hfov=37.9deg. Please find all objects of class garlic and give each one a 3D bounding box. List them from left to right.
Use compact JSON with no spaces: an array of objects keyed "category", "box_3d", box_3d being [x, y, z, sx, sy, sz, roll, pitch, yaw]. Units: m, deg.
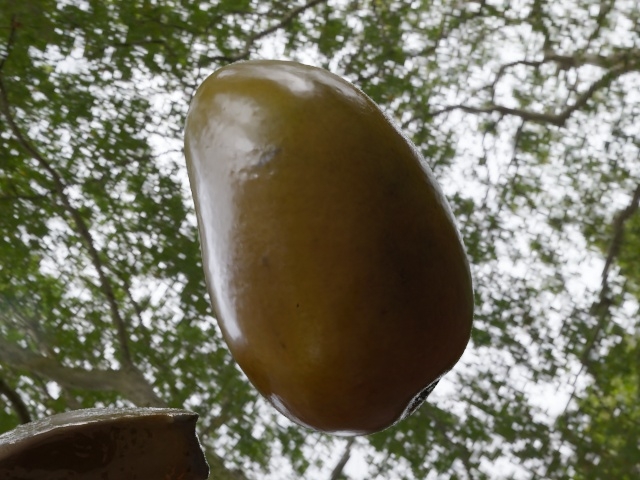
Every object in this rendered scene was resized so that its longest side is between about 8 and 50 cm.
[{"category":"garlic","box_3d":[-0.249,0.226,0.813,0.318,0.112,0.143,-23,-72,-5]}]

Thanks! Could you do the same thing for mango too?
[{"category":"mango","box_3d":[0.000,0.000,0.735,0.173,0.211,0.317,-26,-88,-53]}]
